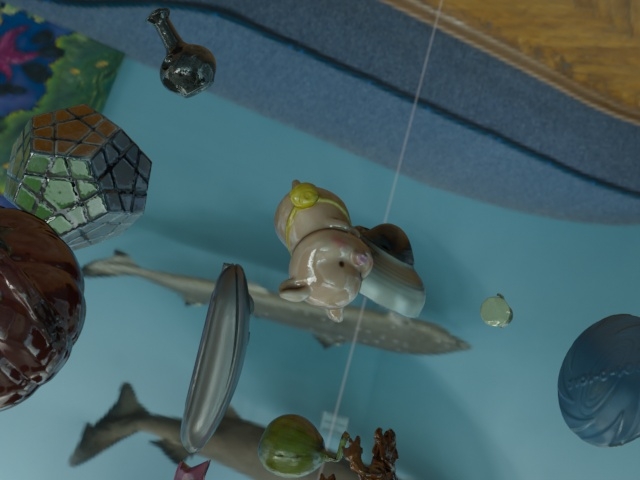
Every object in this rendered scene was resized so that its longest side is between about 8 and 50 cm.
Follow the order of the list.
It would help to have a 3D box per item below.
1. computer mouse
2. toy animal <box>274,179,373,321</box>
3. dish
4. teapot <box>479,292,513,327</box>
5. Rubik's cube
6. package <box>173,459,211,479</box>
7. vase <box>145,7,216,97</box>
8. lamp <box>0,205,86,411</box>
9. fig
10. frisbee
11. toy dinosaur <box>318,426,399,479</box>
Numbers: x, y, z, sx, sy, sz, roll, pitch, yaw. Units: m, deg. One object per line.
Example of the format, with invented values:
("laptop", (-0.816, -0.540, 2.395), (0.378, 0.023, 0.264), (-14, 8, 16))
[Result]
("computer mouse", (-0.121, 0.143, 0.991), (0.057, 0.232, 0.120), (14, 179, -9))
("toy animal", (-0.003, 0.000, 1.372), (0.165, 0.248, 0.149), (22, 135, -38))
("dish", (0.119, 0.026, 1.664), (0.273, 0.133, 0.273), (31, -170, -6))
("teapot", (0.345, 0.138, 1.580), (0.057, 0.067, 0.083), (6, 169, 24))
("Rubik's cube", (-0.526, -0.135, 1.773), (0.319, 0.264, 0.319), (37, 167, 10))
("package", (-0.166, 0.311, 1.047), (0.029, 0.059, 0.083), (26, 152, -30))
("vase", (-0.291, -0.386, 1.663), (0.183, 0.120, 0.120), (62, 152, -4))
("lamp", (-0.470, 0.091, 1.099), (0.303, 0.303, 0.257), (12, 151, 12))
("fig", (-0.041, 0.466, 1.830), (0.186, 0.147, 0.142), (19, 173, 7))
("frisbee", (0.603, 0.287, 1.712), (0.049, 0.289, 0.289), (24, 161, -28))
("toy dinosaur", (0.090, 0.471, 1.463), (0.097, 0.432, 0.208), (-39, 114, 23))
